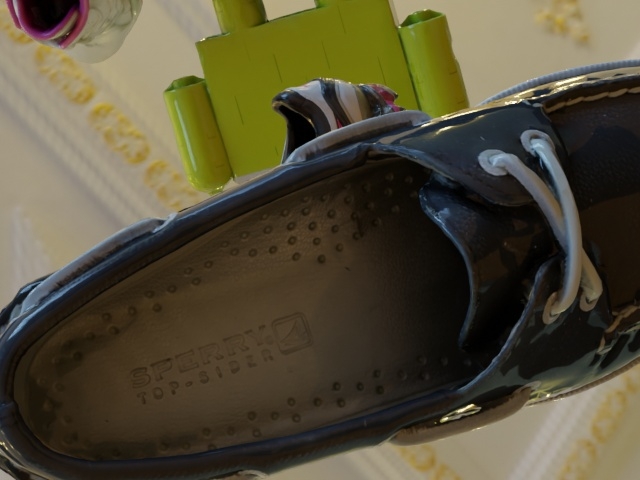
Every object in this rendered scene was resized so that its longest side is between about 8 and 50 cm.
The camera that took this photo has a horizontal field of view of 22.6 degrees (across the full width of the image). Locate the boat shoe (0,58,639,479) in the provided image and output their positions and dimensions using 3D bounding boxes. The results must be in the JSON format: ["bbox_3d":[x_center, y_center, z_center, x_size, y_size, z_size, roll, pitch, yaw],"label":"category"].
[{"bbox_3d":[0.037,0.014,0.518,0.302,0.091,0.114,-25,-93,-9],"label":"boat shoe"}]

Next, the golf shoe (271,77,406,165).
[{"bbox_3d":[0.000,0.000,0.923,0.086,0.067,0.186,1,-91,-38],"label":"golf shoe"}]

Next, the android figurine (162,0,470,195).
[{"bbox_3d":[-0.001,-0.106,1.332,0.248,0.056,0.273,-13,-81,10],"label":"android figurine"}]

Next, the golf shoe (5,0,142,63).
[{"bbox_3d":[-0.224,-0.214,1.369,0.115,0.306,0.140,18,-111,4],"label":"golf shoe"}]
